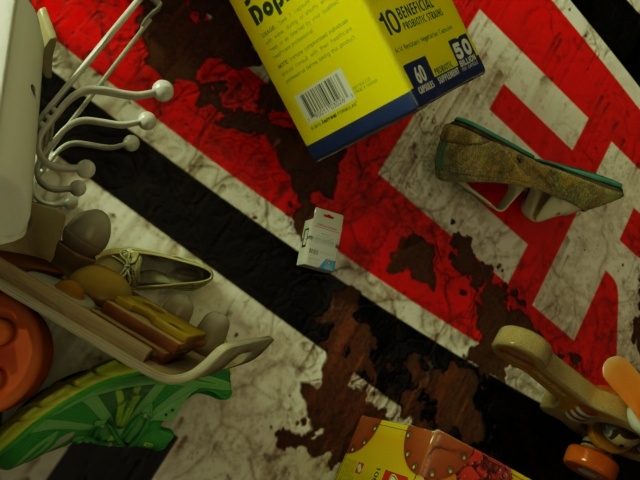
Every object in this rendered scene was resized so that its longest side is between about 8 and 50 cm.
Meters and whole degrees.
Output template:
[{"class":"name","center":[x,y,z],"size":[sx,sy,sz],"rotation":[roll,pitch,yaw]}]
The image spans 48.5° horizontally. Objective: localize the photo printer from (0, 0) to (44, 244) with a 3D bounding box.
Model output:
[{"class":"photo printer","center":[-0.369,-0.121,0.594],"size":[0.256,0.107,0.307],"rotation":[-8,49,-10]}]

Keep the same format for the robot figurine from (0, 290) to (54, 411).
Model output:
[{"class":"robot figurine","center":[-0.340,0.112,0.722],"size":[0.128,0.219,0.158],"rotation":[-29,89,-18]}]

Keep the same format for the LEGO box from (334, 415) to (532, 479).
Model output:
[{"class":"LEGO box","center":[0.144,0.538,0.915],"size":[0.373,0.193,0.500],"rotation":[31,71,-19]}]

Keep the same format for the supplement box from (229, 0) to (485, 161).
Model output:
[{"class":"supplement box","center":[0.026,-0.320,0.937],"size":[0.194,0.195,0.356],"rotation":[-36,100,-44]}]

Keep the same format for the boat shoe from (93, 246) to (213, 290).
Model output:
[{"class":"boat shoe","center":[-0.212,0.037,0.886],"size":[0.153,0.048,0.056],"rotation":[11,79,-24]}]

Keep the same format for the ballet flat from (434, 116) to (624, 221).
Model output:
[{"class":"ballet flat","center":[0.329,-0.092,1.138],"size":[0.349,0.123,0.123],"rotation":[16,77,-24]}]

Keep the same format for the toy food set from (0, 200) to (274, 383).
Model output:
[{"class":"toy food set","center":[-0.202,0.041,0.733],"size":[0.306,0.220,0.092],"rotation":[28,89,8]}]

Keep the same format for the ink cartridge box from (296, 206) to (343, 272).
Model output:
[{"class":"ink cartridge box","center":[0.000,0.000,1.003],"size":[0.048,0.028,0.083],"rotation":[17,77,-23]}]

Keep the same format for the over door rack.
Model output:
[{"class":"over door rack","center":[-0.220,-0.193,0.804],"size":[0.108,0.239,0.324],"rotation":[25,74,-19]}]

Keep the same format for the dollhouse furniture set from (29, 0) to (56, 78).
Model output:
[{"class":"dollhouse furniture set","center":[-0.428,-0.173,0.787],"size":[0.262,0.135,0.259],"rotation":[-19,81,-27]}]

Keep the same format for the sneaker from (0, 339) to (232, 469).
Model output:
[{"class":"sneaker","center":[-0.230,0.197,0.824],"size":[0.296,0.109,0.123],"rotation":[-21,89,-27]}]

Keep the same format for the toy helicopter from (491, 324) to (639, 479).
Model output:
[{"class":"toy helicopter","center":[0.402,0.238,1.052],"size":[0.355,0.235,0.140],"rotation":[38,70,-17]}]
